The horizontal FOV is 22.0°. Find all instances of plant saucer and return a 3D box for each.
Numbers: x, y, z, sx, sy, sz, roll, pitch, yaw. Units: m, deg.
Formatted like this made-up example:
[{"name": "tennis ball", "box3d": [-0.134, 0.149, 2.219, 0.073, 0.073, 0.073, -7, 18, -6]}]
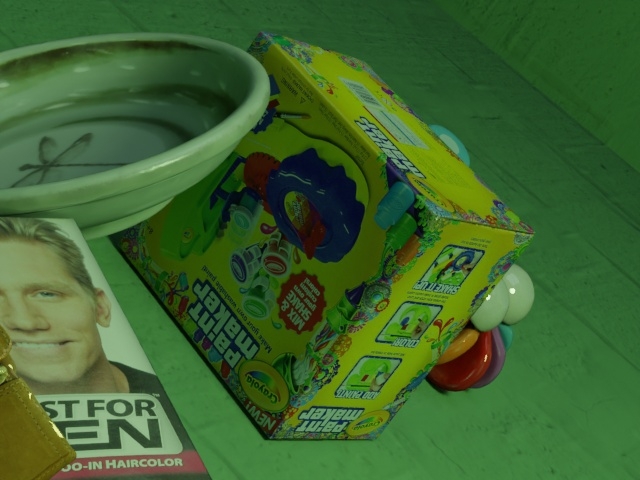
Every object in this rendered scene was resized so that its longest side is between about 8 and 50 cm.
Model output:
[{"name": "plant saucer", "box3d": [-0.240, -0.083, 1.529, 0.401, 0.100, 0.400, -7, 26, 3]}]

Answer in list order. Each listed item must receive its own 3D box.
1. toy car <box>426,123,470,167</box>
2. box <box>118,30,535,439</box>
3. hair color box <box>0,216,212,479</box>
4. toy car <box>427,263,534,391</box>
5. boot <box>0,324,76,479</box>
[{"name": "toy car", "box3d": [0.049, 0.000, 1.839, 0.210, 0.219, 0.238, 23, 38, -31]}, {"name": "box", "box3d": [0.000, 0.000, 1.634, 0.177, 0.279, 0.290, 8, 33, -52]}, {"name": "hair color box", "box3d": [-0.219, 0.122, 1.228, 0.174, 0.105, 0.347, 1, 37, -34]}, {"name": "toy car", "box3d": [0.160, 0.104, 1.884, 0.182, 0.159, 0.136, -7, 81, -61]}, {"name": "boot", "box3d": [-0.315, 0.088, 1.054, 0.295, 0.211, 0.104, 47, -21, 7]}]
